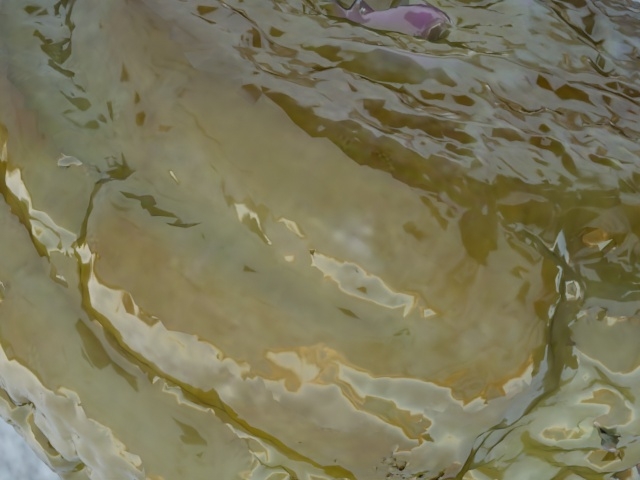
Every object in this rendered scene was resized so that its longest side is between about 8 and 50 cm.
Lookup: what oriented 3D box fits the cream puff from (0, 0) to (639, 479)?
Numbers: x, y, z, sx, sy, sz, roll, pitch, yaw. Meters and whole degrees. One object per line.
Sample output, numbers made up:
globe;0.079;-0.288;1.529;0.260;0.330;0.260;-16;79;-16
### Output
cream puff;0.000;0.000;0.398;0.189;0.129;0.189;18;-153;-9
